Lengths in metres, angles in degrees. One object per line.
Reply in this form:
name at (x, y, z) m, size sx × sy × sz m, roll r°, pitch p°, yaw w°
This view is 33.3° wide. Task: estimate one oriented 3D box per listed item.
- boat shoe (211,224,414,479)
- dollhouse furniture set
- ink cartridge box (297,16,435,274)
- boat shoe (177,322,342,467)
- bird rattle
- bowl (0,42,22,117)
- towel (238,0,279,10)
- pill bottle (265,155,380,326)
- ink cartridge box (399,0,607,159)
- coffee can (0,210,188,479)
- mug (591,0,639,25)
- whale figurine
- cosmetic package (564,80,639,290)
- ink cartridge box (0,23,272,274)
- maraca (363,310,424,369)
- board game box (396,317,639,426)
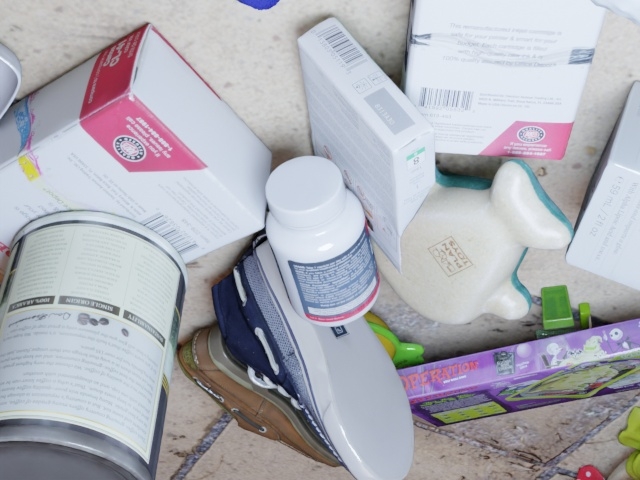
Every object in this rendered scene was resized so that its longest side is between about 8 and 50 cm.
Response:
boat shoe at (-0.015, 0.153, 1.299) m, size 0.127 × 0.340 × 0.158 m, roll -7°, pitch 157°, yaw -43°
dollhouse furniture set at (0.319, 0.129, 1.403) m, size 0.076 × 0.058 × 0.152 m, roll -7°, pitch 136°, yaw 12°
ink cartridge box at (0.051, -0.093, 1.112) m, size 0.056 × 0.181 × 0.225 m, roll -30°, pitch 149°, yaw -11°
boat shoe at (-0.068, 0.220, 1.508) m, size 0.104 × 0.111 × 0.307 m, roll -27°, pitch 119°, yaw 34°
bird rattle at (0.440, 0.374, 1.567) m, size 0.143 × 0.207 × 0.253 m, roll 38°, pitch 120°, yaw -8°
bowl at (-0.394, -0.180, 1.129) m, size 0.142 × 0.053 × 0.142 m, roll 32°, pitch 126°, yaw -25°
towel at (-0.033, -0.360, 0.907) m, size 0.227 × 0.076 × 0.308 m, roll 37°, pitch 129°, yaw -21°
pill bottle at (0.000, 0.000, 1.154) m, size 0.108 × 0.108 × 0.180 m, roll -5°, pitch 139°, yaw 10°
ink cartridge box at (0.170, -0.199, 1.034) m, size 0.172 × 0.100 × 0.237 m, roll 4°, pitch 138°, yaw 0°
coffee can at (-0.253, 0.136, 1.109) m, size 0.201 × 0.275 × 0.201 m, roll 2°, pitch 140°, yaw 2°
mug at (0.272, -0.274, 0.752) m, size 0.328 × 0.374 × 0.276 m, roll 21°, pitch 116°, yaw 9°
whale figurine at (0.172, -0.016, 1.168) m, size 0.216 × 0.141 × 0.272 m, roll 52°, pitch 146°, yaw -3°
cosmetic package at (0.376, -0.041, 1.116) m, size 0.183 × 0.151 × 0.151 m, roll 21°, pitch 137°, yaw 10°
ink cartridge box at (-0.239, -0.066, 1.187) m, size 0.306 × 0.131 × 0.226 m, roll -22°, pitch 132°, yaw 27°
maraca at (0.050, 0.142, 1.411) m, size 0.185 × 0.099 × 0.127 m, roll 22°, pitch 146°, yaw -29°
board game box at (0.284, 0.179, 1.414) m, size 0.347 × 0.056 × 0.208 m, roll -14°, pitch 161°, yaw 19°
